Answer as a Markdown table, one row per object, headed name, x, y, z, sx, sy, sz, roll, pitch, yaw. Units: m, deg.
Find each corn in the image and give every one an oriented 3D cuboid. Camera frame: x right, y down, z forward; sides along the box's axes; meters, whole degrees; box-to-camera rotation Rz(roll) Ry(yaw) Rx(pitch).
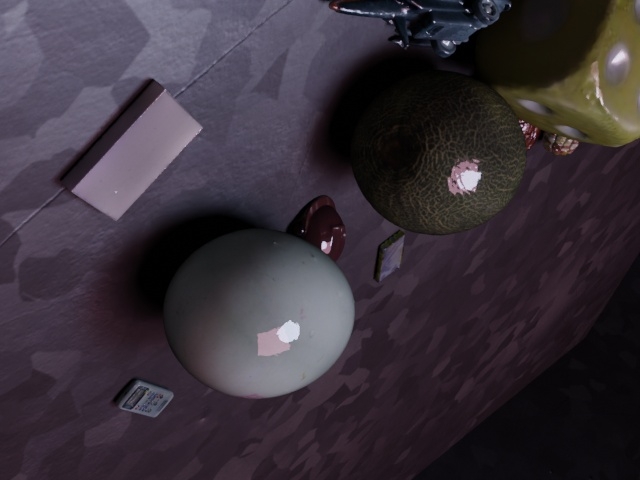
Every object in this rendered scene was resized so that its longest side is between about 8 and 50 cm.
| name | x | y | z | sx | sy | sz | roll | pitch | yaw |
| --- | --- | --- | --- | --- | --- | --- | --- | --- | --- |
| corn | 0.522 | -0.276 | 1.938 | 0.079 | 0.079 | 0.237 | -26 | 145 | -40 |

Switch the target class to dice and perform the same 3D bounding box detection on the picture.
| name | x | y | z | sx | sy | sz | roll | pitch | yaw |
| --- | --- | --- | --- | --- | --- | --- | --- | --- | --- |
| dice | 0.393 | -0.289 | 1.425 | 0.233 | 0.226 | 0.238 | 22 | 89 | -41 |

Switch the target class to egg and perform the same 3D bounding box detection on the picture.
| name | x | y | z | sx | sy | sz | roll | pitch | yaw |
| --- | --- | --- | --- | --- | --- | --- | --- | --- | --- |
| egg | -0.072 | 0.100 | 1.314 | 0.230 | 0.230 | 0.371 | -54 | 159 | 12 |

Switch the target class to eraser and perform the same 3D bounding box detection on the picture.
| name | x | y | z | sx | sy | sz | roll | pitch | yaw |
| --- | --- | --- | --- | --- | --- | --- | --- | --- | --- |
| eraser | -0.205 | -0.097 | 1.053 | 0.150 | 0.023 | 0.104 | -47 | 155 | -2 |

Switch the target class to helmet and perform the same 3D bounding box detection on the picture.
| name | x | y | z | sx | sy | sz | roll | pitch | yaw |
| --- | --- | --- | --- | --- | --- | --- | --- | --- | --- |
| helmet | 0.000 | 0.000 | 1.477 | 0.098 | 0.070 | 0.123 | -12 | 138 | -52 |

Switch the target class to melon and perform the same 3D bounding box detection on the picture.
| name | x | y | z | sx | sy | sz | roll | pitch | yaw |
| --- | --- | --- | --- | --- | --- | --- | --- | --- | --- |
| melon | 0.178 | -0.126 | 1.386 | 0.301 | 0.237 | 0.237 | -7 | 134 | -58 |

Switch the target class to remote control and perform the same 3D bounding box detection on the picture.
| name | x | y | z | sx | sy | sz | roll | pitch | yaw |
| --- | --- | --- | --- | --- | --- | --- | --- | --- | --- |
| remote control | -0.267 | 0.241 | 1.450 | 0.053 | 0.018 | 0.124 | -48 | 156 | -2 |

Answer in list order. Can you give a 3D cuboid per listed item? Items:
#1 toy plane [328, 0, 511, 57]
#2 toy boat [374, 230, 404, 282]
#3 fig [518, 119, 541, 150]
| name | x | y | z | sx | sy | sz | roll | pitch | yaw |
| --- | --- | --- | --- | --- | --- | --- | --- | --- | --- |
| toy plane | 0.141 | -0.299 | 1.234 | 0.326 | 0.104 | 0.223 | -21 | 173 | -39 |
| toy boat | 0.132 | 0.032 | 1.807 | 0.063 | 0.016 | 0.115 | -36 | 152 | -25 |
| fig | 0.270 | -0.200 | 1.580 | 0.201 | 0.133 | 0.146 | -8 | 117 | -39 |
